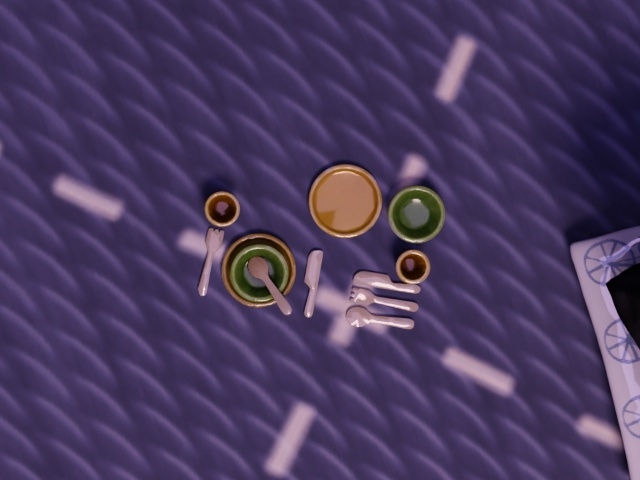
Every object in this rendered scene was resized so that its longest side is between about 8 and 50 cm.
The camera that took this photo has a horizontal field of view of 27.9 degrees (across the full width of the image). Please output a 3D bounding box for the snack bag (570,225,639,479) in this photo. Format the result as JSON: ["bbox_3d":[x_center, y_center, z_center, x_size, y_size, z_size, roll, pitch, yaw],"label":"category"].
[{"bbox_3d":[0.353,0.127,0.812,0.323,0.037,0.342,-13,93,14],"label":"snack bag"}]

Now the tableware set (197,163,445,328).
[{"bbox_3d":[0.000,0.000,0.831,0.154,0.024,0.104,10,92,-4],"label":"tableware set"}]

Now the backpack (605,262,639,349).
[{"bbox_3d":[0.346,0.160,0.676,0.290,0.273,0.355,-14,102,-8],"label":"backpack"}]
